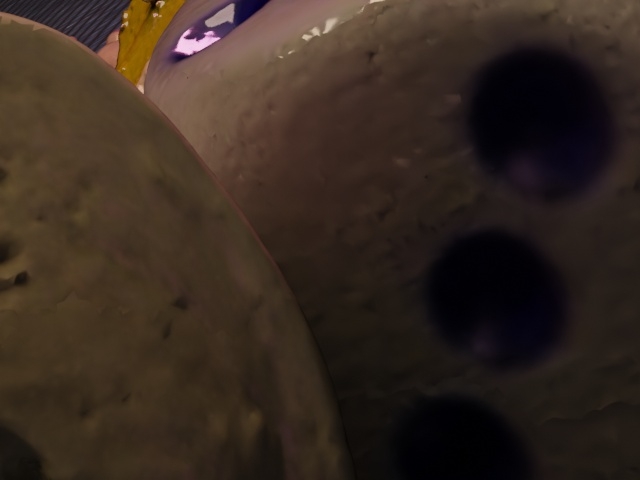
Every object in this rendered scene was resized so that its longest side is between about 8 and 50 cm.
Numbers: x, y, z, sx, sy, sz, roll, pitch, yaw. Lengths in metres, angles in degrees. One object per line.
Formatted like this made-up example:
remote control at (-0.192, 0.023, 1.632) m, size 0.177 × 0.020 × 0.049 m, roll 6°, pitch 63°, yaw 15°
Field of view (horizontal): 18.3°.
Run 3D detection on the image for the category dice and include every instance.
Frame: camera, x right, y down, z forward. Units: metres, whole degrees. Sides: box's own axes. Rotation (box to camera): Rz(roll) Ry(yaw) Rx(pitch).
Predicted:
dice at (0.099, -0.034, 0.996) m, size 0.277 × 0.304 × 0.304 m, roll -26°, pitch 19°, yaw 22°

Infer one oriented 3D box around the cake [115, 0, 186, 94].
cake at (-0.082, -0.136, 1.704) m, size 0.179 × 0.156 × 0.260 m, roll -28°, pitch 49°, yaw 43°

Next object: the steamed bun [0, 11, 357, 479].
steamed bun at (-0.167, 0.123, 0.862) m, size 0.290 × 0.456 × 0.371 m, roll -13°, pitch 9°, yaw -27°

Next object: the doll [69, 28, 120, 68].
doll at (-0.190, -0.128, 1.922) m, size 0.256 × 0.152 × 0.196 m, roll -16°, pitch 4°, yaw -11°
